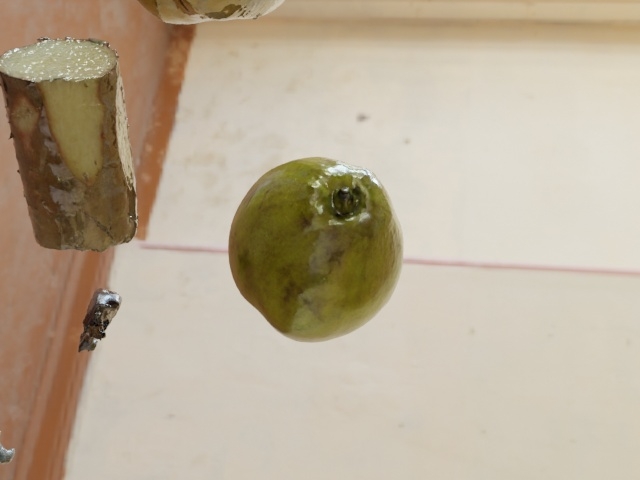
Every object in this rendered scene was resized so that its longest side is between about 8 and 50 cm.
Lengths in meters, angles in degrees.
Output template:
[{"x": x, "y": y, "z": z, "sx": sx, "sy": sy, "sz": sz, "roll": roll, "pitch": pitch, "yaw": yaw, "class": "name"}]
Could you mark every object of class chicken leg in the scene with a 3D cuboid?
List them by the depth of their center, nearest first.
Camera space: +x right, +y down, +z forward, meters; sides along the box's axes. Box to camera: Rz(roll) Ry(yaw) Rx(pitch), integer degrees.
[{"x": -0.384, "y": 0.137, "z": 1.643, "sx": 0.253, "sy": 0.051, "sz": 0.106, "roll": 136, "pitch": -25, "yaw": -66, "class": "chicken leg"}]

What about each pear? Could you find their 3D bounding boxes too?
[{"x": 0.000, "y": 0.000, "z": 1.497, "sx": 0.375, "sy": 0.287, "sz": 0.288, "roll": 117, "pitch": -18, "yaw": -63, "class": "pear"}]

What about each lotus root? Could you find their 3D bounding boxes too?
[{"x": -0.119, "y": -0.348, "z": 1.172, "sx": 0.342, "sy": 0.169, "sz": 0.152, "roll": -41, "pitch": 131, "yaw": -62, "class": "lotus root"}]

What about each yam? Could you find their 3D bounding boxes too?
[{"x": -0.279, "y": -0.099, "z": 1.071, "sx": 0.128, "sy": 0.129, "sz": 0.238, "roll": -74, "pitch": 166, "yaw": -61, "class": "yam"}]

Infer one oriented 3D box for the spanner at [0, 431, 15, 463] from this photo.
[{"x": -0.477, "y": 0.347, "z": 1.317, "sx": 0.054, "sy": 0.015, "sz": 0.254, "roll": 52, "pitch": 13, "yaw": -18, "class": "spanner"}]
